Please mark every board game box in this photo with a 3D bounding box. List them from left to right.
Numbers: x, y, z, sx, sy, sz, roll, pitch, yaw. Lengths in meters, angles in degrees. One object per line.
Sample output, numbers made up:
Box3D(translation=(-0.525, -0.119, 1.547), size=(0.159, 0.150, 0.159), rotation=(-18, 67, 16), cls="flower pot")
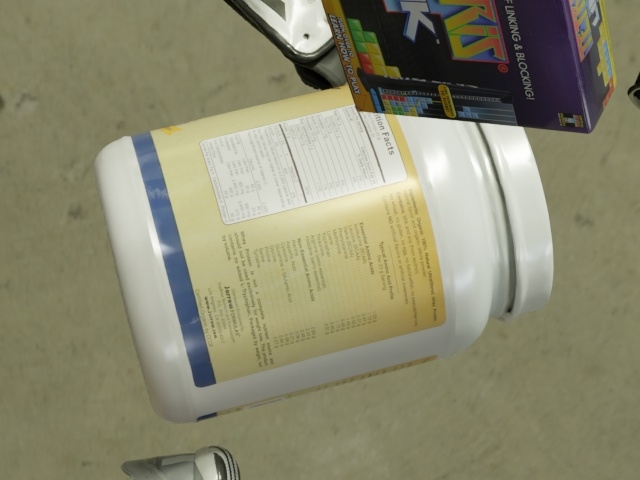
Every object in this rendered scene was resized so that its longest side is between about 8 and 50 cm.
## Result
Box3D(translation=(0.066, -0.137, 0.698), size=(0.141, 0.170, 0.048), rotation=(9, 49, 32), cls="board game box")

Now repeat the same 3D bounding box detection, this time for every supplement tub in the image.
Box3D(translation=(0.000, 0.000, 1.077), size=(0.316, 0.228, 0.228), rotation=(-14, 66, -7), cls="supplement tub")

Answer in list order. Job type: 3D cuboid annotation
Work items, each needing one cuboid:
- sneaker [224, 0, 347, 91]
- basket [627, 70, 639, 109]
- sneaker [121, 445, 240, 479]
Box3D(translation=(0.106, -0.236, 1.215), size=(0.447, 0.169, 0.257), rotation=(12, 83, 19), cls="sneaker")
Box3D(translation=(0.230, -0.142, 0.539), size=(0.154, 0.204, 0.227), rotation=(18, 92, 15), cls="basket")
Box3D(translation=(-0.130, 0.282, 1.103), size=(0.132, 0.086, 0.228), rotation=(-4, 74, 9), cls="sneaker")
